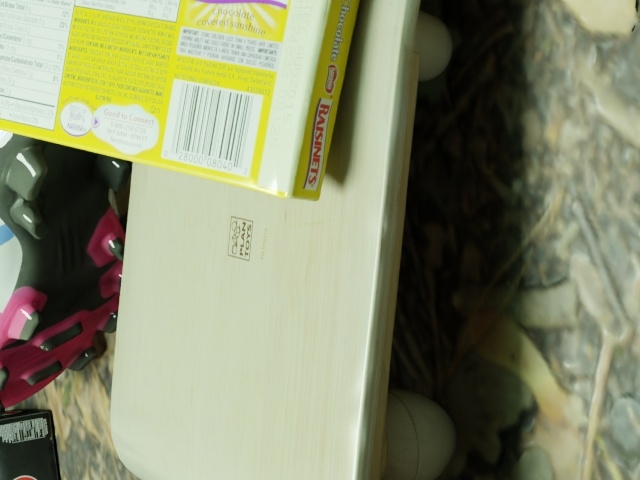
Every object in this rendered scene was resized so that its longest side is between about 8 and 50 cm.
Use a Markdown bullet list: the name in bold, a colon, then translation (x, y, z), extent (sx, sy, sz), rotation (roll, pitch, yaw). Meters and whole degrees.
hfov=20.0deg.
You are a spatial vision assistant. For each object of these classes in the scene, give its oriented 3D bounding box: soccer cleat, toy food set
- **soccer cleat**: translation (-0.179, -0.027, 1.029), extent (0.143, 0.116, 0.331), rotation (48, 150, 18)
- **toy food set**: translation (0.000, 0.000, 0.848), extent (0.219, 0.092, 0.306), rotation (13, 98, 56)

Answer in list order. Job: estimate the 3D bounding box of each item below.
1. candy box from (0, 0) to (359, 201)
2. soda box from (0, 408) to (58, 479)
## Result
- **candy box**: translation (-0.075, -0.086, 0.801), extent (0.206, 0.027, 0.105), rotation (15, 93, 37)
- **soda box**: translation (-0.206, 0.200, 1.219), extent (0.060, 0.053, 0.169), rotation (-6, 90, 58)
